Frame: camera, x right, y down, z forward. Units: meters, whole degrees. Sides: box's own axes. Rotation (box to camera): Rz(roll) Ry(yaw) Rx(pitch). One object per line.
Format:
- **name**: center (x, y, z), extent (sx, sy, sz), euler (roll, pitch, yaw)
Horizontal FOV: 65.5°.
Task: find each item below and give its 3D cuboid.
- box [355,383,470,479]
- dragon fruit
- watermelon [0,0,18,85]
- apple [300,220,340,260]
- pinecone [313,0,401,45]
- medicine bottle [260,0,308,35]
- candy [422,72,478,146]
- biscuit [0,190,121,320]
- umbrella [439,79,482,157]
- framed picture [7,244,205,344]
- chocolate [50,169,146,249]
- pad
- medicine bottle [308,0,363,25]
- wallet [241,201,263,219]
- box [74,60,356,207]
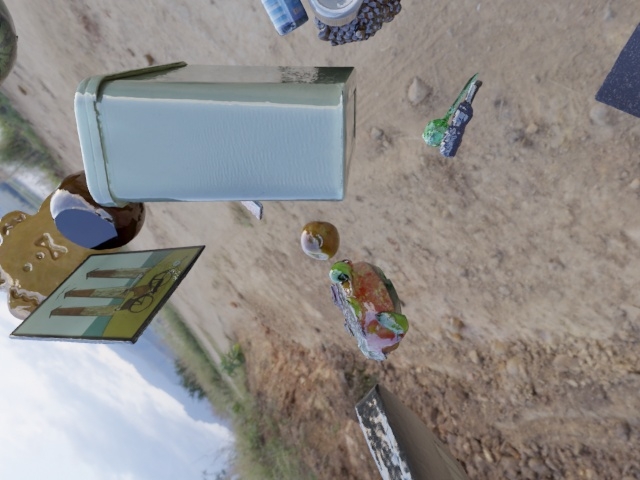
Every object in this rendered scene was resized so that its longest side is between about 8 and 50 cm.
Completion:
- **box**: center (0.216, 0.458, 0.889), extent (0.359, 0.091, 0.350), euler (46, -175, -19)
- **dragon fruit**: center (0.114, 0.161, 1.221), extent (0.268, 0.130, 0.295), euler (-120, 8, -53)
- **watermelon**: center (-0.842, -0.447, 1.057), extent (0.363, 0.363, 0.363), euler (33, 163, 11)
- **apple**: center (0.000, 0.000, 1.335), extent (0.099, 0.102, 0.114), euler (-4, 164, 21)
- **pinecone**: center (0.114, -0.779, 1.613), extent (0.298, 0.296, 0.242), euler (-15, 132, 13)
- **medicine bottle**: center (-0.107, -0.571, 1.116), extent (0.083, 0.083, 0.203), euler (8, 136, 57)
- **candy**: center (0.481, -0.480, 1.802), extent (0.097, 0.323, 0.097), euler (33, 175, 3)
- **biscuit**: center (-0.599, 0.008, 1.144), extent (0.275, 0.355, 0.052), euler (41, 159, 7)
- **umbrella**: center (0.432, -0.380, 1.548), extent (0.071, 0.248, 0.071), euler (16, -166, -4)
- **framed picture**: center (-0.400, 0.097, 0.941), extent (0.324, 0.244, 0.013), euler (-4, 127, 26)
- **chocolate**: center (-0.416, -0.069, 0.953), extent (0.177, 0.177, 0.177), euler (33, 163, 11)
- **pad**: center (0.790, -0.413, 1.090), extent (0.220, 0.004, 0.330), euler (32, 137, 18)
- **medicine bottle**: center (0.037, -0.576, 1.162), extent (0.135, 0.135, 0.215), euler (38, -166, -8)
- **wallet**: center (-0.216, -0.132, 1.231), extent (0.196, 0.020, 0.103), euler (42, 165, 7)
- **box**: center (-0.121, -0.180, 0.773), extent (0.344, 0.352, 0.177), euler (1, 113, 6)
